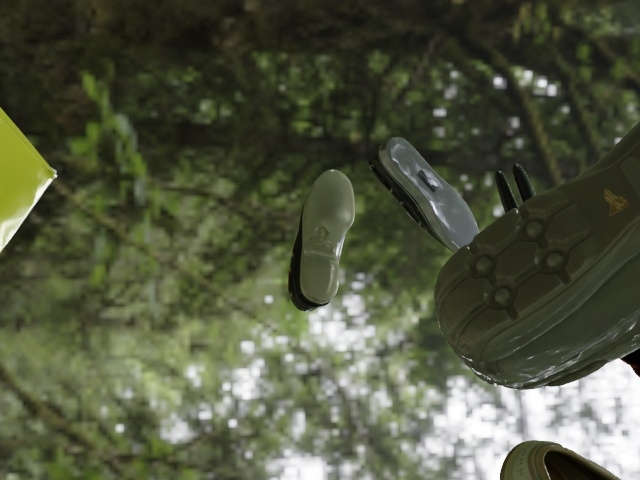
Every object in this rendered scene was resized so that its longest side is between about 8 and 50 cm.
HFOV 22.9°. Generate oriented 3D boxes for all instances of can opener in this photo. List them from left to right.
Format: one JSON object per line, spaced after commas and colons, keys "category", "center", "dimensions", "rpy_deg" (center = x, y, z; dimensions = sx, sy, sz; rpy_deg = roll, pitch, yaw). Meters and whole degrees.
{"category": "can opener", "center": [0.269, -0.012, 2.023], "dimensions": [0.073, 0.059, 0.186], "rpy_deg": [66, -2, -73]}

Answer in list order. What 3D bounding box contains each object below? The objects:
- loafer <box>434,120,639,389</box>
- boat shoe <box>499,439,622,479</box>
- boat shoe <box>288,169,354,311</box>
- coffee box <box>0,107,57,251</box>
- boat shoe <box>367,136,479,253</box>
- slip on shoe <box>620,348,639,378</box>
{"category": "loafer", "center": [0.218, -0.014, 0.931], "dimensions": [0.319, 0.111, 0.112], "rpy_deg": [-31, -130, 16]}
{"category": "boat shoe", "center": [0.306, 0.304, 1.584], "dimensions": [0.105, 0.285, 0.089], "rpy_deg": [-56, -175, -19]}
{"category": "boat shoe", "center": [-0.002, -0.001, 1.407], "dimensions": [0.042, 0.049, 0.133], "rpy_deg": [141, -37, -59]}
{"category": "coffee box", "center": [-0.570, -0.048, 1.761], "dimensions": [0.334, 0.338, 0.338], "rpy_deg": [-20, -151, 35]}
{"category": "boat shoe", "center": [0.101, -0.040, 1.544], "dimensions": [0.142, 0.049, 0.040], "rpy_deg": [51, -40, -7]}
{"category": "slip on shoe", "center": [0.357, 0.087, 1.773], "dimensions": [0.331, 0.101, 0.123], "rpy_deg": [37, -55, 44]}
